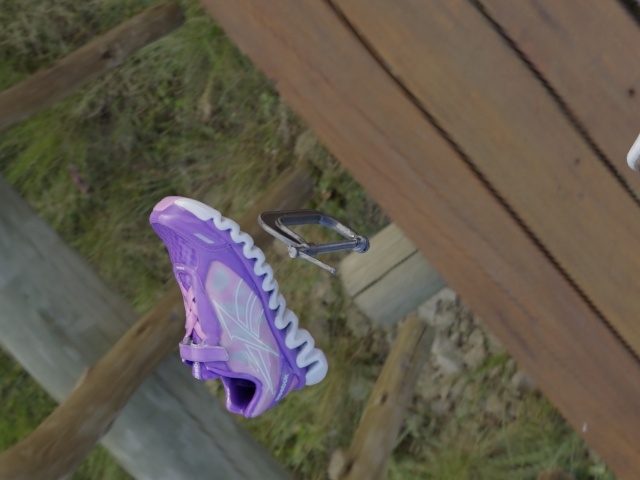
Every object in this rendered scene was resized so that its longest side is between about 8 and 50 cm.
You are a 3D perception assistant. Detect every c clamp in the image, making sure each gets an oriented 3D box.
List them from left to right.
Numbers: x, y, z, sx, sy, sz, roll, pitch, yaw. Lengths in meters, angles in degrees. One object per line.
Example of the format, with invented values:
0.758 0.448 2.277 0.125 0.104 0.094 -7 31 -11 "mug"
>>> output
0.000 0.000 1.447 0.137 0.160 0.022 28 111 25 "c clamp"

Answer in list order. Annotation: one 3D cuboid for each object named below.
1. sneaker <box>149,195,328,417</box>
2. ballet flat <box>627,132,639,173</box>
-0.088 0.068 1.143 0.095 0.104 0.236 12 140 54 "sneaker"
0.401 -0.187 1.043 0.139 0.139 0.400 48 137 -4 "ballet flat"
